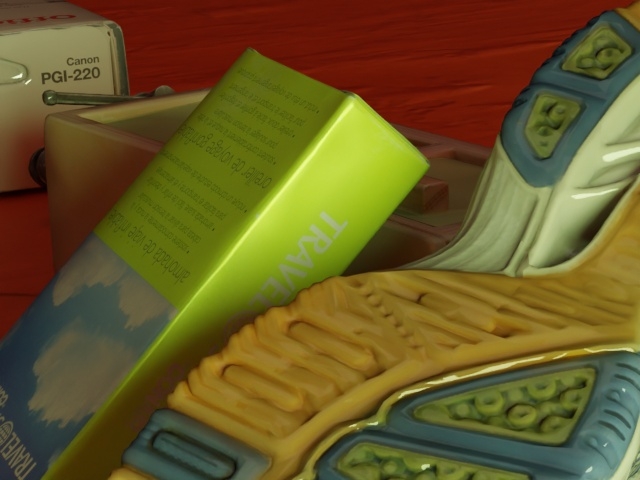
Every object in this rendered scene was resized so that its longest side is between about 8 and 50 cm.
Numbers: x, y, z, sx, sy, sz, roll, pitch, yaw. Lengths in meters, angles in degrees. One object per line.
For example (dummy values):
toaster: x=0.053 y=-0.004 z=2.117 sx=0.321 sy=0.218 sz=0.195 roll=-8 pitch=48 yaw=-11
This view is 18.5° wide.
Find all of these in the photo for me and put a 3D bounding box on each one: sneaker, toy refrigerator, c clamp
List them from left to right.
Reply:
c clamp: x=-0.091 y=-0.047 z=0.947 sx=0.137 sy=0.022 sz=0.160 roll=3 pitch=-14 yaw=-25
toy refrigerator: x=0.000 y=0.000 z=0.767 sx=0.102 sy=0.094 sz=0.269 roll=-12 pitch=19 yaw=-33
sneaker: x=0.055 y=0.059 z=0.552 sx=0.112 sy=0.131 sz=0.296 roll=29 pitch=54 yaw=33

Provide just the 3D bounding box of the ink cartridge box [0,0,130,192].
ink cartridge box: x=-0.216 y=-0.090 z=1.119 sx=0.158 sy=0.092 sz=0.218 roll=-9 pitch=15 yaw=-22

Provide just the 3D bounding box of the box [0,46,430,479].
box: x=-0.052 y=0.022 z=0.642 sx=0.178 sy=0.042 sz=0.109 roll=-50 pitch=25 yaw=-3
